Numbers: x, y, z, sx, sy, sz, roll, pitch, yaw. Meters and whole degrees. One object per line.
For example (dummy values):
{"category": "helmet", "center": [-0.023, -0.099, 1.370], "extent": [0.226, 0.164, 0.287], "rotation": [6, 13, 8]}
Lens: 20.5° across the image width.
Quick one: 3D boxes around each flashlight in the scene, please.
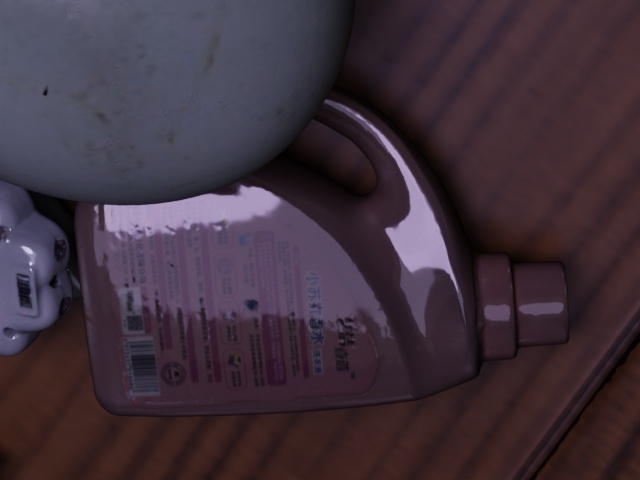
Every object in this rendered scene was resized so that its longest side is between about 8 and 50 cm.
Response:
{"category": "flashlight", "center": [-0.213, 0.000, 0.885], "extent": [0.200, 0.047, 0.093], "rotation": [11, 119, 22]}

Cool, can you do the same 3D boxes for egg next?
{"category": "egg", "center": [-0.147, -0.168, 0.765], "extent": [0.371, 0.230, 0.230], "rotation": [40, 105, 5]}

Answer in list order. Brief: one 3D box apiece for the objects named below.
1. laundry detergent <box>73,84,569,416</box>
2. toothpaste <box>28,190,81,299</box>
{"category": "laundry detergent", "center": [0.000, 0.000, 0.873], "extent": [0.237, 0.076, 0.171], "rotation": [-5, 103, 6]}
{"category": "toothpaste", "center": [-0.192, -0.062, 0.895], "extent": [0.060, 0.038, 0.233], "rotation": [-37, 97, 19]}
